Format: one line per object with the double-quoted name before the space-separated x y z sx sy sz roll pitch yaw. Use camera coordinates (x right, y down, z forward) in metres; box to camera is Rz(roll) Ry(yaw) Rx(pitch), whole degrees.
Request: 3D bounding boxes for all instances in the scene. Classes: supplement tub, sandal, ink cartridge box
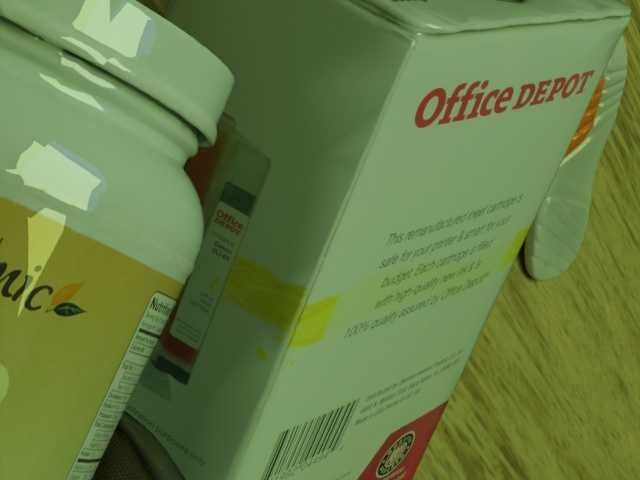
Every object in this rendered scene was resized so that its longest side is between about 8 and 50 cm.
"supplement tub" -0.188 0.031 0.686 0.228 0.228 0.316 30 82 -52
"sandal" 0.226 -0.092 1.592 0.102 0.076 0.265 -5 113 -43
"ink cartridge box" 0.000 0.000 0.990 0.279 0.160 0.384 -16 135 -55

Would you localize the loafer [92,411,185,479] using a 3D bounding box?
"loafer" -0.129 0.264 0.802 0.130 0.134 0.365 0 88 -32
